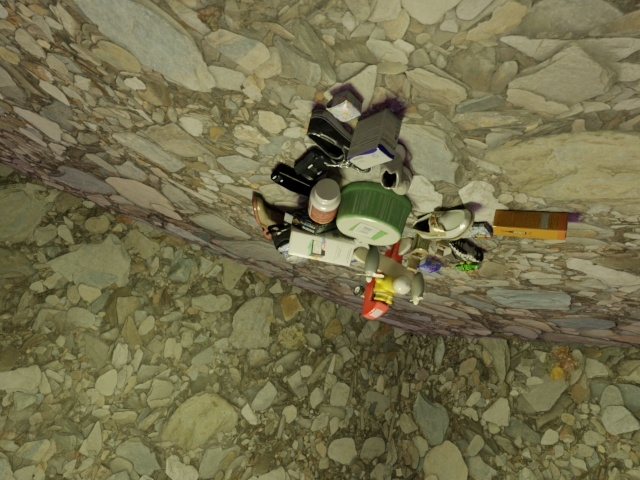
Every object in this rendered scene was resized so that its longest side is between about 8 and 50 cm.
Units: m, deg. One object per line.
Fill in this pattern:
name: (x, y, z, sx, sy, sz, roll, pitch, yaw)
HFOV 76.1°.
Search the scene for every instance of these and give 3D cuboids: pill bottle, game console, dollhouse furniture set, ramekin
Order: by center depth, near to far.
pill bottle: (0.016, -0.155, 1.602, 0.121, 0.121, 0.216, 17, 162, 0)
game console: (-0.049, -0.260, 1.605, 0.213, 0.044, 0.361, 22, 161, -21)
ramekin: (0.209, -0.098, 1.671, 0.303, 0.148, 0.303, 15, 161, 5)
dollhouse furniture set: (0.490, 0.056, 1.809, 0.160, 0.182, 0.101, 18, 161, -3)

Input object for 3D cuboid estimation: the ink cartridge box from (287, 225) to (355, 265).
ink cartridge box: (0.000, 0.000, 1.820, 0.277, 0.117, 0.201, 12, -160, -6)

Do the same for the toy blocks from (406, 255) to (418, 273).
toy blocks: (0.478, 0.169, 2.187, 0.054, 0.148, 0.123, 14, 161, 8)

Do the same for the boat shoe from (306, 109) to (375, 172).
boat shoe: (0.071, -0.288, 1.324, 0.113, 0.105, 0.306, 1, 155, 39)

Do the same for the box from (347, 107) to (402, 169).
box: (0.157, -0.292, 1.190, 0.072, 0.137, 0.126, 28, 158, -32)

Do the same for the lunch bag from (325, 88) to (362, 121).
lunch bag: (0.065, -0.379, 1.159, 0.083, 0.053, 0.071, -15, 147, 41)

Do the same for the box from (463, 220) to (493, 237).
box: (0.619, -0.042, 1.666, 0.136, 0.027, 0.094, -2, 152, 44)

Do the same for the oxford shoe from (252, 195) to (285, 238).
oxford shoe: (-0.258, -0.129, 2.088, 0.130, 0.123, 0.348, -13, 155, 4)

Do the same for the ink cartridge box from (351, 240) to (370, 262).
ink cartridge box: (0.157, 0.034, 2.114, 0.185, 0.065, 0.311, -15, 151, 9)

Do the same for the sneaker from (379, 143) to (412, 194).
sneaker: (0.242, -0.209, 1.378, 0.099, 0.121, 0.262, 8, 159, 25)

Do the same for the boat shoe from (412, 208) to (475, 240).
boat shoe: (0.474, -0.060, 1.608, 0.103, 0.113, 0.302, 16, 163, -16)

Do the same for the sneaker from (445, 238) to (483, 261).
sneaker: (0.618, 0.043, 1.826, 0.234, 0.078, 0.106, 25, 157, -29)

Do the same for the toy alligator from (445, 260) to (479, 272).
toy alligator: (0.712, 0.127, 2.030, 0.051, 0.056, 0.189, -20, -176, -34)

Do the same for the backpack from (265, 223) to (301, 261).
backpack: (-0.101, -0.005, 2.056, 0.276, 0.213, 0.263, -17, 175, 4)

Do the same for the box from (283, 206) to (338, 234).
box: (-0.028, -0.093, 1.800, 0.175, 0.051, 0.220, 24, -157, 27)

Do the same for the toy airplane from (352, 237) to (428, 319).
toy airplane: (0.347, 0.160, 1.939, 0.385, 0.385, 0.272, -20, -160, -21)

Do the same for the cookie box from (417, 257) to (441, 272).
cookie box: (0.575, 0.132, 2.167, 0.091, 0.040, 0.107, 20, 161, -8)

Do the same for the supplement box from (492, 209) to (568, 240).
supplement box: (0.741, -0.056, 1.452, 0.233, 0.080, 0.078, 4, 157, 28)
